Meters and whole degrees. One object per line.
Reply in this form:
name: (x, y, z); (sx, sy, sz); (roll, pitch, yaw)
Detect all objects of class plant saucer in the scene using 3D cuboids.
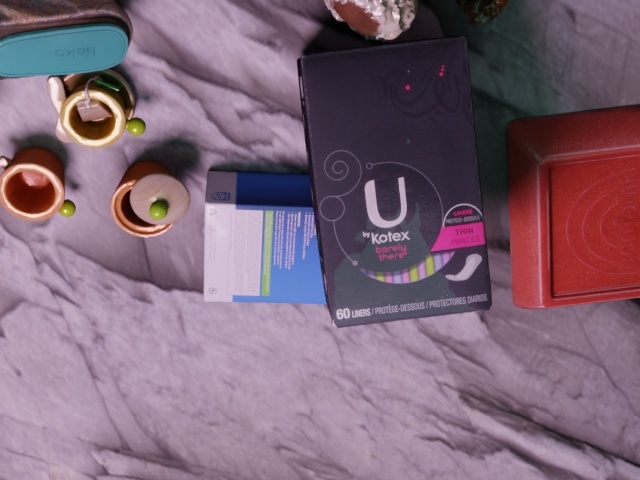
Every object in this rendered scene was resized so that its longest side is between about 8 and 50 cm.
plant saucer: (0.347, -0.028, 1.404); (0.259, 0.048, 0.258); (-6, 123, 2)

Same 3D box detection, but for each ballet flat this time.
ballet flat: (-0.342, -0.201, 1.185); (0.316, 0.106, 0.107); (-8, 144, -27)

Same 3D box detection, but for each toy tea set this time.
toy tea set: (-0.300, -0.086, 1.291); (0.336, 0.124, 0.200); (8, 122, -7)

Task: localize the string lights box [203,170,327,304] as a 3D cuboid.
string lights box: (0.000, 0.000, 1.389); (0.260, 0.077, 0.133); (2, 123, -4)

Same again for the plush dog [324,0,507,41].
plush dog: (0.143, -0.315, 1.156); (0.225, 0.210, 0.262); (10, 152, -25)

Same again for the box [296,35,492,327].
box: (0.072, -0.062, 1.251); (0.165, 0.143, 0.270); (-8, 97, -2)
